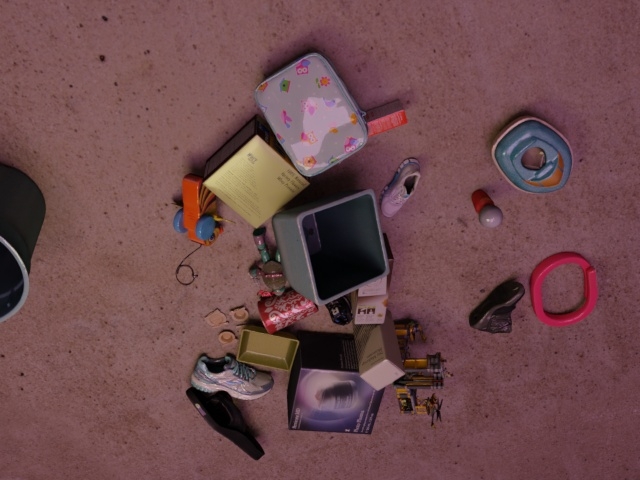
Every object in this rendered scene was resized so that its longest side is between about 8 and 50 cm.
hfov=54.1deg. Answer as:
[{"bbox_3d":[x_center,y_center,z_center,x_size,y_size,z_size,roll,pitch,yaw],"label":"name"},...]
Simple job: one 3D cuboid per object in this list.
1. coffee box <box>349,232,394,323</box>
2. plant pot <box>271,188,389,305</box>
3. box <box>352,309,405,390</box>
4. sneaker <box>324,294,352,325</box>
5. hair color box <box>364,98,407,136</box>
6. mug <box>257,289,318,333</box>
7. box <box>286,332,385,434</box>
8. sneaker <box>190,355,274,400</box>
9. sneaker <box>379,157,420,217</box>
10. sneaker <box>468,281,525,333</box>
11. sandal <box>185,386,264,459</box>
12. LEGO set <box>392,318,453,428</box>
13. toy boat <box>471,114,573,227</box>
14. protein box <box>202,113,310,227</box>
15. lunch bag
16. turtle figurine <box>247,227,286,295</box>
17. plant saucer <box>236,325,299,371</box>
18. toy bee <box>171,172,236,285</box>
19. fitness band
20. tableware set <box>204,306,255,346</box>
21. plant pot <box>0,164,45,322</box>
[{"bbox_3d":[0.152,0.117,1.913,0.098,0.141,0.247,0,125,-6],"label":"coffee box"},{"bbox_3d":[0.000,0.000,1.713,0.247,0.252,0.248,-21,108,-29],"label":"plant pot"},{"bbox_3d":[0.177,0.325,1.978,0.113,0.275,0.094,-38,119,19],"label":"box"},{"bbox_3d":[0.035,0.182,1.957,0.079,0.121,0.217,-35,121,16],"label":"sneaker"},{"bbox_3d":[0.152,-0.318,1.653,0.141,0.072,0.043,-18,125,7],"label":"hair color box"},{"bbox_3d":[-0.098,0.211,1.992,0.169,0.150,0.113,-23,88,5],"label":"mug"},{"bbox_3d":[0.049,0.487,2.108,0.293,0.183,0.296,6,122,-7],"label":"box"},{"bbox_3d":[-0.293,0.458,2.124,0.282,0.110,0.122,8,120,-12],"label":"sneaker"},{"bbox_3d":[0.227,-0.137,1.781,0.071,0.083,0.191,14,123,-17],"label":"sneaker"},{"bbox_3d":[0.611,0.228,2.076,0.130,0.087,0.227,24,122,-23],"label":"sneaker"},{"bbox_3d":[-0.322,0.625,2.230,0.107,0.167,0.446,-43,130,-7],"label":"sandal"},{"bbox_3d":[0.351,0.432,2.087,0.192,0.255,0.331,-4,119,17],"label":"LEGO set"},{"bbox_3d":[0.555,-0.174,1.749,0.267,0.148,0.318,31,116,-25],"label":"toy boat"},{"bbox_3d":[-0.169,-0.184,1.672,0.201,0.136,0.200,-38,119,20],"label":"protein box"},{"bbox_3d":[-0.011,-0.315,1.573,0.224,0.108,0.279,-30,102,10],"label":"lunch bag"},{"bbox_3d":[-0.133,0.079,1.877,0.175,0.118,0.234,-8,118,-5],"label":"turtle figurine"},{"bbox_3d":[-0.173,0.347,2.066,0.188,0.045,0.188,12,136,-4],"label":"plant saucer"},{"bbox_3d":[-0.337,-0.052,1.754,0.195,0.162,0.298,37,118,11],"label":"toy bee"},{"bbox_3d":[0.802,0.164,2.074,0.208,0.054,0.291,-14,124,7],"label":"fitness band"},{"bbox_3d":[-0.287,0.280,2.053,0.141,0.020,0.169,-19,124,7],"label":"tableware set"},{"bbox_3d":[-0.874,-0.013,1.595,0.341,0.334,0.341,-3,124,-4],"label":"plant pot"}]
